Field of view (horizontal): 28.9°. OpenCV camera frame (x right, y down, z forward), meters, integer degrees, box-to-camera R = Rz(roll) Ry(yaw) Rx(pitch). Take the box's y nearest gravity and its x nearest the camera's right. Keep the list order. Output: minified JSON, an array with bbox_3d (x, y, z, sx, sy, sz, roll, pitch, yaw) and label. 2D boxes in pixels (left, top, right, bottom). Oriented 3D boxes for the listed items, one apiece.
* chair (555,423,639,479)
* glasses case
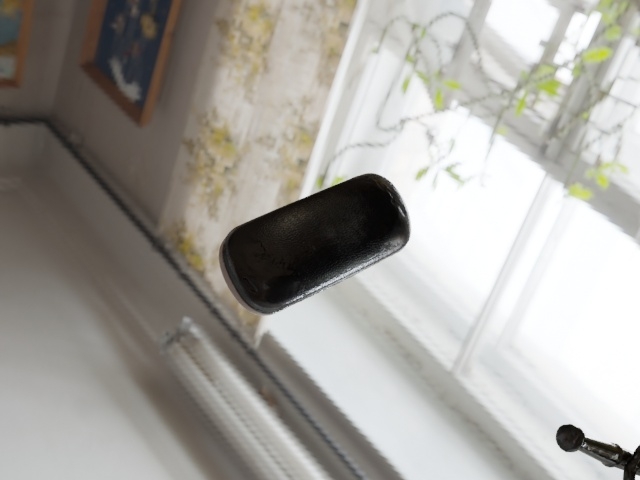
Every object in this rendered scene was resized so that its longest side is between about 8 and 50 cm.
[{"bbox_3d":[0.545,0.329,1.330,0.410,0.365,0.362,24,-136,-54],"label":"chair"},{"bbox_3d":[0.000,0.000,1.621,0.314,0.075,0.122,-25,-94,-40],"label":"glasses case"}]
